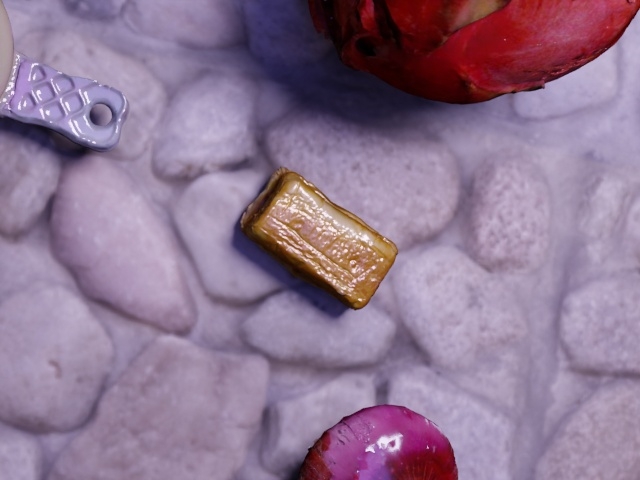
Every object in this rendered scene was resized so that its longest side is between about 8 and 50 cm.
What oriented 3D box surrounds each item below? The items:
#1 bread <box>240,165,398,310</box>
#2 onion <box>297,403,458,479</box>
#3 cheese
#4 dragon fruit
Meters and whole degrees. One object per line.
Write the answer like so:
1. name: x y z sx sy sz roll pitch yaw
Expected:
1. bread: 0.000 0.000 1.528 0.132 0.053 0.074 33 86 -11
2. onion: 0.058 0.220 1.494 0.150 0.140 0.150 -4 107 -14
3. cheese: -0.291 -0.141 1.448 0.286 0.082 0.163 16 86 -15
4. dragon fruit: 0.129 -0.257 1.448 0.301 0.295 0.296 -23 94 -12
